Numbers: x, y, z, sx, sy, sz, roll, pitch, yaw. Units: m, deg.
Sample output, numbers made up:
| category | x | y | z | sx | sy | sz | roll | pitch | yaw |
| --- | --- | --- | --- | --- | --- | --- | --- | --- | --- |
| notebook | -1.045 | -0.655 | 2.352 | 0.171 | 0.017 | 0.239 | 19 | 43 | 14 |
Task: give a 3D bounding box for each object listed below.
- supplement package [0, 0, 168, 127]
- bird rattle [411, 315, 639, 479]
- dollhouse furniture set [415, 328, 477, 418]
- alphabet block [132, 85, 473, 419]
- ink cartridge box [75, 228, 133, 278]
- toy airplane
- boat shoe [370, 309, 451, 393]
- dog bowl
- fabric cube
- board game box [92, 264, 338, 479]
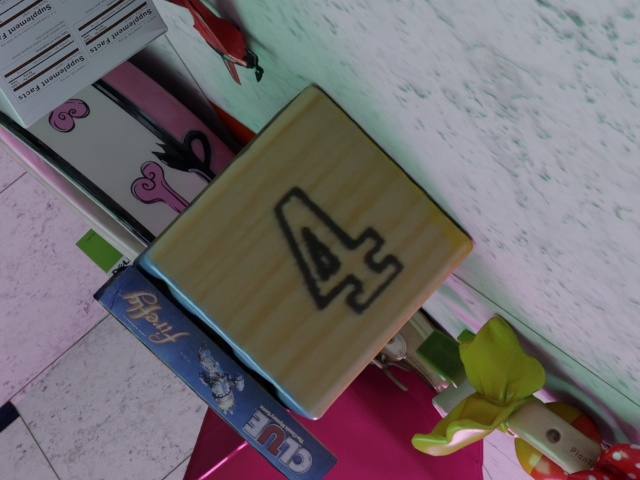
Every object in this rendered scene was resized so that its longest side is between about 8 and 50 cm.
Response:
| category | x | y | z | sx | sy | sz | roll | pitch | yaw |
| --- | --- | --- | --- | --- | --- | --- | --- | --- | --- |
| supplement package | -0.264 | -0.235 | 1.020 | 0.194 | 0.149 | 0.203 | 34 | 156 | 51 |
| bird rattle | 0.228 | 0.184 | 1.147 | 0.254 | 0.143 | 0.207 | 26 | 177 | 19 |
| dollhouse furniture set | 0.154 | 0.149 | 1.285 | 0.059 | 0.076 | 0.151 | 36 | 167 | 40 |
| alphabet block | -0.022 | 0.013 | 1.063 | 0.193 | 0.197 | 0.192 | 44 | 169 | -8 |
| ink cartridge box | -0.280 | 0.006 | 2.077 | 0.255 | 0.189 | 0.097 | 40 | 171 | 20 |
| toy airplane | -0.099 | -0.184 | 1.030 | 0.151 | 0.028 | 0.151 | 42 | 175 | 4 |
| boat shoe | 0.042 | 0.082 | 1.407 | 0.285 | 0.089 | 0.104 | 43 | 170 | 5 |
| dog bowl | -0.223 | -0.082 | 1.491 | 0.408 | 0.150 | 0.408 | 39 | 170 | 8 |
| fabric cube | 0.022 | 0.259 | 1.521 | 0.258 | 0.254 | 0.259 | 45 | -160 | -12 |
| board game box | -0.100 | 0.120 | 1.112 | 0.243 | 0.042 | 0.165 | 44 | 170 | -7 |
